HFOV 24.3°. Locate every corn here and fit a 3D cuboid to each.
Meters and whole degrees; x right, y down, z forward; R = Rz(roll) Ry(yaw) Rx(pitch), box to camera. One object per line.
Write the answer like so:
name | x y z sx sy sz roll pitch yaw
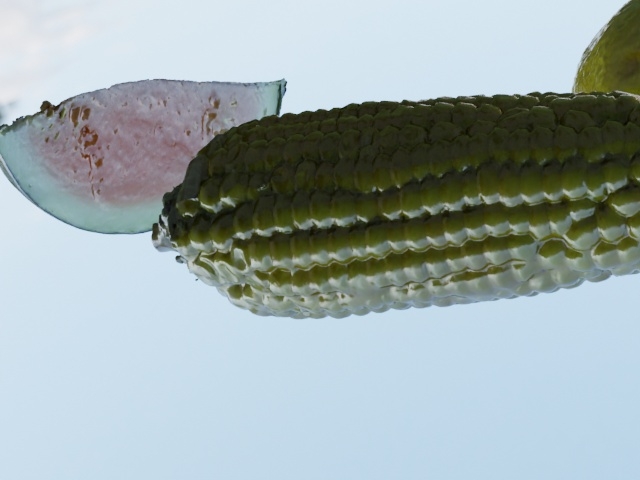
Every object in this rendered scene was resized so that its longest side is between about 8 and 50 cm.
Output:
corn | 0.047 -0.017 0.641 0.262 0.097 0.097 -6 -156 20

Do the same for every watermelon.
watermelon | -0.130 -0.065 1.057 0.245 0.119 0.063 -13 -140 -36

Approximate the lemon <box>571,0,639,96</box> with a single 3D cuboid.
lemon | 0.338 -0.104 1.317 0.229 0.228 0.253 -14 -125 12
